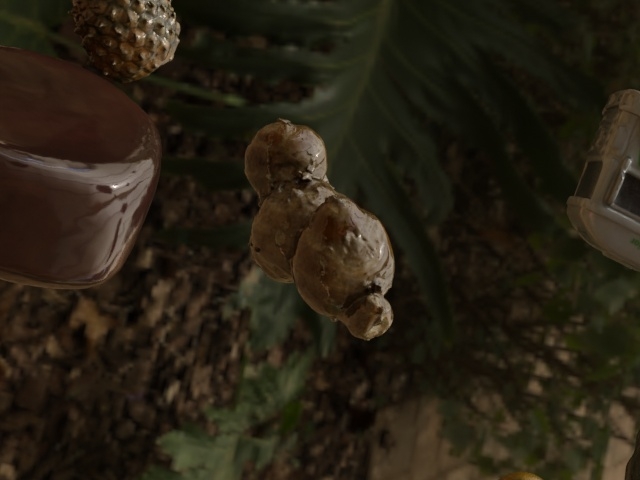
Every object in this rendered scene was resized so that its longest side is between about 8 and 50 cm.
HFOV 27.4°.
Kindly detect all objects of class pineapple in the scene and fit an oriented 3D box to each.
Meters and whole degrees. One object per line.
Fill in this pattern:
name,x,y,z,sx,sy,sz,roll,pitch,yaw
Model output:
pineapple,-0.240,-0.290,1.382,0.125,0.125,0.251,-59,141,-36

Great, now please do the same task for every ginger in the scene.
ginger,0.000,0.000,1.975,0.176,0.375,0.256,-15,132,-21

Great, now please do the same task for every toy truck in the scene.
toy truck,0.392,0.005,1.134,0.175,0.367,0.146,-61,178,3

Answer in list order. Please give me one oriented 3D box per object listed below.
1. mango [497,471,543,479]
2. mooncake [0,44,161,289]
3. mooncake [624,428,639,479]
mango,0.236,0.378,1.672,0.253,0.138,0.113,94,15,-45
mooncake,-0.330,-0.079,1.428,0.334,0.326,0.174,-9,131,-48
mooncake,0.462,0.291,1.613,0.168,0.175,0.104,-25,154,-11
